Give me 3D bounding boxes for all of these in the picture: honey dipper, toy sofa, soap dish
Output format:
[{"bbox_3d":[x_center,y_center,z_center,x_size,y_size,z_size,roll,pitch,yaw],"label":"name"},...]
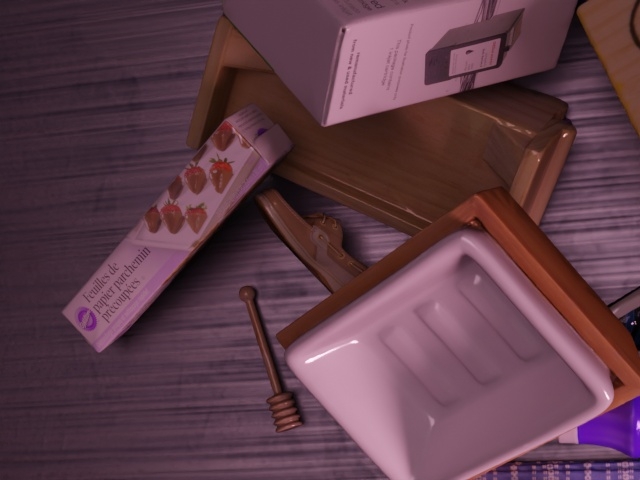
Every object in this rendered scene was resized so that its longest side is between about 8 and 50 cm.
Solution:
[{"bbox_3d":[-0.056,0.124,1.309,0.030,0.030,0.160,-20,78,12],"label":"honey dipper"},{"bbox_3d":[0.064,-0.113,1.251,0.363,0.177,0.150,25,117,14],"label":"toy sofa"},{"bbox_3d":[0.128,0.098,1.143,0.229,0.118,0.291,48,130,-6],"label":"soap dish"}]

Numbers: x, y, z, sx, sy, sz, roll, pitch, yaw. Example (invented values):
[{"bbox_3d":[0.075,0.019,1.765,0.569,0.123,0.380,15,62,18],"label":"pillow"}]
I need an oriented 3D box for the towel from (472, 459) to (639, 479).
[{"bbox_3d":[0.295,0.335,1.209,0.336,0.040,0.243,-4,87,15],"label":"towel"}]

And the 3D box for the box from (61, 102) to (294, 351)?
[{"bbox_3d":[-0.150,-0.008,1.253,0.063,0.067,0.324,46,121,2],"label":"box"}]

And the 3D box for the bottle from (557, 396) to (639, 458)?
[{"bbox_3d":[0.366,0.160,1.156,0.283,0.118,0.092,-2,86,13],"label":"bottle"}]

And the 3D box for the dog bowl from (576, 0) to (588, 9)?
[{"bbox_3d":[0.325,-0.347,1.209,0.265,0.104,0.264,-1,85,14],"label":"dog bowl"}]

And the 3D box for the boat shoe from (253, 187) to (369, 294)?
[{"bbox_3d":[0.000,0.000,1.261,0.059,0.063,0.170,-43,117,-3],"label":"boat shoe"}]

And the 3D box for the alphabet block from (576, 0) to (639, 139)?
[{"bbox_3d":[0.376,-0.149,1.094,0.197,0.193,0.192,-31,44,18],"label":"alphabet block"}]

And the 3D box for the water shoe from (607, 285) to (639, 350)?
[{"bbox_3d":[0.320,0.086,1.196,0.203,0.073,0.080,-33,82,10],"label":"water shoe"}]

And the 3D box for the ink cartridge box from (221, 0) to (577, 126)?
[{"bbox_3d":[0.075,-0.231,1.154,0.273,0.114,0.198,-17,49,-28],"label":"ink cartridge box"}]
